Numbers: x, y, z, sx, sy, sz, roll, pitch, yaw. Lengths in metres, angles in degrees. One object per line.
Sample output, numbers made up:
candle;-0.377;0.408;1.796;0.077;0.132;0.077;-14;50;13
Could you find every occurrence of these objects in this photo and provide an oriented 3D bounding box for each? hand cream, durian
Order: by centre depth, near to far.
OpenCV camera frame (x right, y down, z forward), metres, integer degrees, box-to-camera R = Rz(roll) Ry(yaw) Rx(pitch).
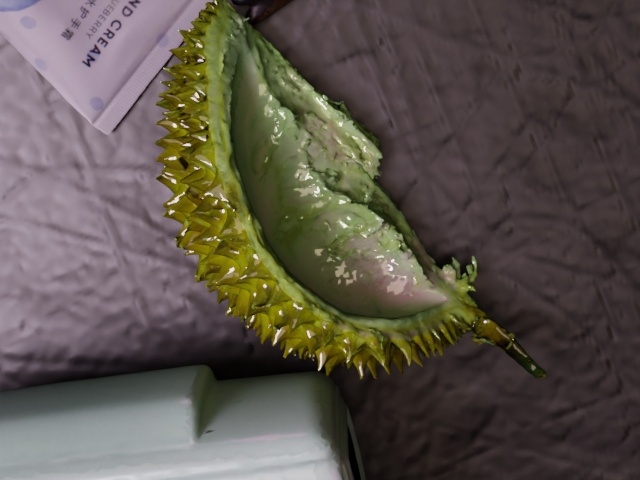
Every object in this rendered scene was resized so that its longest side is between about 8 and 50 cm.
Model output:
hand cream;-0.119;-0.119;0.504;0.142;0.053;0.084;39;97;-15
durian;0.000;0.000;0.507;0.100;0.086;0.215;-41;98;-8

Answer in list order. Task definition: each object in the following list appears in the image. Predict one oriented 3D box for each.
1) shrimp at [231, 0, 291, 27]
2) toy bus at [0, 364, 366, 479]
shrimp;0.095;-0.123;0.489;0.262;0.066;0.117;-27;99;8
toy bus;-0.108;0.144;0.500;0.271;0.133;0.165;-8;100;1
